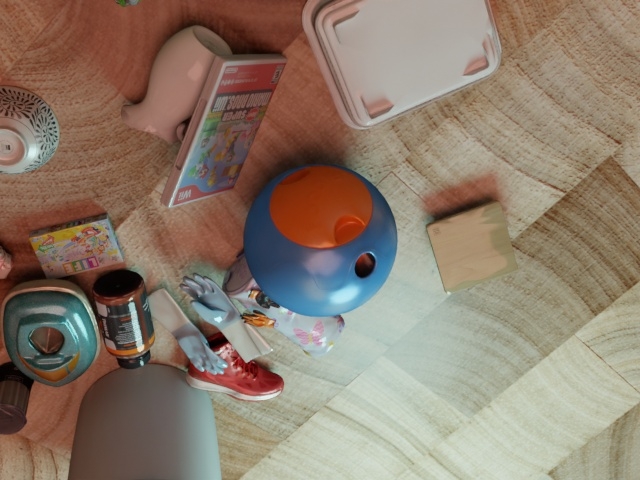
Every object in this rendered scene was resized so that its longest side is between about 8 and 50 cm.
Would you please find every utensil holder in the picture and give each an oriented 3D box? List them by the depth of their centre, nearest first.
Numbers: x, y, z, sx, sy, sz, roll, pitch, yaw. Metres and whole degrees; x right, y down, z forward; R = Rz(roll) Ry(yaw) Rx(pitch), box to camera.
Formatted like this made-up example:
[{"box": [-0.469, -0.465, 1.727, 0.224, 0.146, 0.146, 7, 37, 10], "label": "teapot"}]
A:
[{"box": [-0.364, 0.495, 1.715, 0.328, 0.385, 0.327, -5, 121, -9], "label": "utensil holder"}]

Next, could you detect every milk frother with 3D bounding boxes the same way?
[{"box": [-0.666, 0.352, 1.716, 0.129, 0.134, 0.143, -2, 121, -9], "label": "milk frother"}]

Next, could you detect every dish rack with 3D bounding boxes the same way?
[{"box": [0.160, -0.360, 1.488, 0.333, 0.072, 0.285, -24, 122, 2], "label": "dish rack"}]

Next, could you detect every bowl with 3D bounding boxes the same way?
[{"box": [-0.550, -0.179, 1.450, 0.170, 0.080, 0.170, -5, 121, -9], "label": "bowl"}]

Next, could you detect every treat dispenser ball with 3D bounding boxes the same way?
[{"box": [0.000, 0.000, 1.543, 0.288, 0.288, 0.288, -5, 122, -8], "label": "treat dispenser ball"}]

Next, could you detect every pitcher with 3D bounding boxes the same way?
[{"box": [-0.224, -0.257, 1.445, 0.178, 0.125, 0.207, 28, 121, -27], "label": "pitcher"}]

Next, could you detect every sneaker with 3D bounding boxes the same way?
[{"box": [-0.621, 0.020, 1.575, 0.070, 0.051, 0.134, 6, 123, -16], "label": "sneaker"}, {"box": [-0.175, 0.273, 1.795, 0.221, 0.087, 0.128, 8, 120, -17], "label": "sneaker"}]

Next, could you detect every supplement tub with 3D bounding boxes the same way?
[{"box": [-0.395, 0.166, 1.674, 0.106, 0.106, 0.198, -8, 121, -7], "label": "supplement tub"}]

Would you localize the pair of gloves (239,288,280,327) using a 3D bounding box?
[{"box": [-0.116, 0.135, 1.631, 0.074, 0.010, 0.083, 15, 112, -19], "label": "pair of gloves"}]

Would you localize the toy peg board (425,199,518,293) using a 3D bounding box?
[{"box": [0.313, 0.007, 1.747, 0.161, 0.079, 0.160, -19, 107, 0], "label": "toy peg board"}]

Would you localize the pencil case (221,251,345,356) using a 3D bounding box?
[{"box": [-0.076, 0.135, 1.715, 0.124, 0.113, 0.273, -37, 121, 26], "label": "pencil case"}]

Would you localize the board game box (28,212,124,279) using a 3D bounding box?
[{"box": [-0.475, 0.013, 1.611, 0.154, 0.026, 0.103, -15, 123, -2], "label": "board game box"}]

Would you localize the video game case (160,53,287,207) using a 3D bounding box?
[{"box": [-0.170, -0.197, 1.463, 0.025, 0.204, 0.285, 35, 116, 17], "label": "video game case"}]

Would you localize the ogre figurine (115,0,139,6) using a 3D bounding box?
[{"box": [-0.269, -0.449, 1.318, 0.197, 0.118, 0.097, -31, 122, 8], "label": "ogre figurine"}]

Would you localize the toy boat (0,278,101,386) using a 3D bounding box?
[{"box": [-0.599, 0.207, 1.627, 0.318, 0.148, 0.267, -6, 129, -6], "label": "toy boat"}]

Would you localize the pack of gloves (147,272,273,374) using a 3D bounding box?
[{"box": [-0.241, 0.182, 1.675, 0.195, 0.046, 0.232, -30, 106, 32], "label": "pack of gloves"}]
